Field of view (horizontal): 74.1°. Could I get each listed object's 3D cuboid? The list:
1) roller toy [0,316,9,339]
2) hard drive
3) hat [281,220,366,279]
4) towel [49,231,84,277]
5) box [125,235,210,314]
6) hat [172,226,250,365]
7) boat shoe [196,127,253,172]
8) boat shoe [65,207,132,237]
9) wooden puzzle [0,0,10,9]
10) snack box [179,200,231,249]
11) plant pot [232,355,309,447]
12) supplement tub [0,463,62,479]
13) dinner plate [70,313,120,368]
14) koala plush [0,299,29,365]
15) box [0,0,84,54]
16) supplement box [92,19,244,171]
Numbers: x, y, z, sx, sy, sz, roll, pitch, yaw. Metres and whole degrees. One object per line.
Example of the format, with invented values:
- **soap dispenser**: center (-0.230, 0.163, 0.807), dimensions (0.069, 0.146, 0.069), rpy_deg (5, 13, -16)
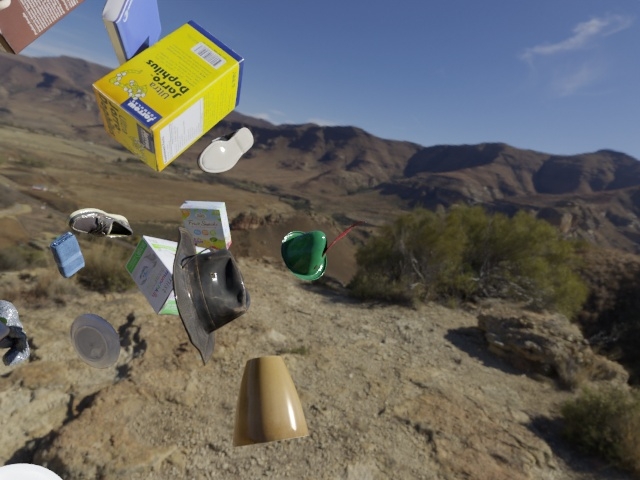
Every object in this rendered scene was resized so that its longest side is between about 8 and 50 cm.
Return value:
- **roller toy**: center (-1.013, 0.279, 1.193), dimensions (0.146, 0.191, 0.209), rpy_deg (48, -21, -15)
- **hard drive**: center (-0.478, -0.563, 1.101), dimensions (0.040, 0.210, 0.319), rpy_deg (18, -11, -13)
- **hat**: center (0.000, 0.000, 1.331), dimensions (0.173, 0.183, 0.208), rpy_deg (38, 44, -13)
- **towel**: center (-0.655, 0.039, 1.097), dimensions (0.029, 0.119, 0.067), rpy_deg (25, 44, 14)
- **box**: center (-0.412, 0.114, 1.303), dimensions (0.231, 0.126, 0.262), rpy_deg (41, 13, 32)
- **hat**: center (-0.237, 0.118, 0.990), dimensions (0.134, 0.331, 0.331), rpy_deg (-11, 14, -7)
- **boat shoe**: center (-0.250, -0.224, 1.077), dimensions (0.065, 0.075, 0.206), rpy_deg (-7, 30, 34)
- **boat shoe**: center (-0.481, -0.034, 0.939), dimensions (0.049, 0.056, 0.152), rpy_deg (35, 13, 20)
- **wooden puzzle**: center (-0.664, -0.465, 0.729), dimensions (0.221, 0.238, 0.044), rpy_deg (-20, -7, 8)
- **snack box**: center (-0.485, -0.062, 1.804), dimensions (0.174, 0.207, 0.070), rpy_deg (2, 34, 7)
- **plant pot**: center (-0.169, 0.510, 1.365), dimensions (0.237, 0.254, 0.237), rpy_deg (-7, -23, -3)
- **supplement tub**: center (-0.598, 0.545, 0.709), dimensions (0.235, 0.325, 0.235), rpy_deg (45, 18, -20)
- **dinner plate**: center (-0.538, 0.241, 1.002), dimensions (0.141, 0.141, 0.017), rpy_deg (16, 17, 11)
- **koala plush**: center (-1.097, 0.311, 1.358), dimensions (0.196, 0.203, 0.221), rpy_deg (38, 38, 26)
- **box**: center (-0.875, -0.757, 1.265), dimensions (0.143, 0.381, 0.191), rpy_deg (18, -30, 12)
- **supplement box**: center (-0.406, -0.404, 1.182), dimensions (0.195, 0.356, 0.194), rpy_deg (37, -28, 2)
